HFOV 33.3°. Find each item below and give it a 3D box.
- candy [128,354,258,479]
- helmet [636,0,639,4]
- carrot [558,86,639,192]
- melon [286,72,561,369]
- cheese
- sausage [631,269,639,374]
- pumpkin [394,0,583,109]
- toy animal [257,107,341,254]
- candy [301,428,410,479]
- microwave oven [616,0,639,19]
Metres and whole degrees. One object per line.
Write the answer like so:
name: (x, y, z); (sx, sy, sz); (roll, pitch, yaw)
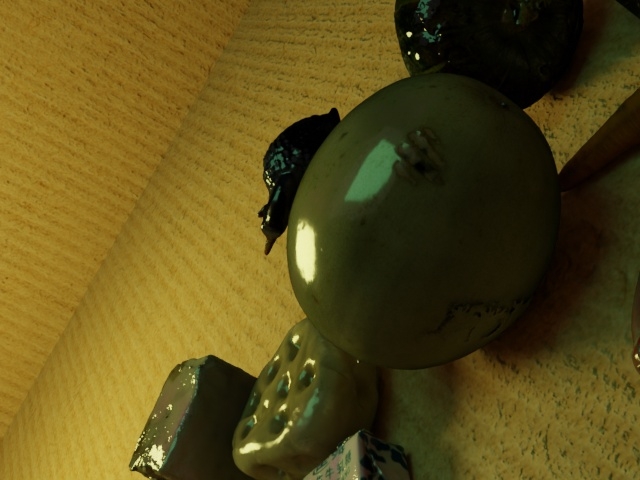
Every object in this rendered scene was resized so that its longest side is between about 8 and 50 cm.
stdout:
candy: (-0.137, 0.268, 1.442); (0.137, 0.185, 0.195); (-20, 41, 53)
helmet: (0.396, -0.293, 0.943); (0.305, 0.177, 0.225); (-18, 36, 46)
carrot: (0.320, -0.118, 1.075); (0.257, 0.061, 0.061); (-48, 23, 51)
melon: (0.103, -0.006, 1.112); (0.330, 0.268, 0.268); (-60, 19, 26)
cheese: (-0.012, 0.202, 1.312); (0.218, 0.117, 0.235); (-64, 21, -13)
sausage: (0.298, 0.037, 0.927); (0.047, 0.040, 0.177); (-14, 50, 53)
pumpkin: (0.202, -0.268, 1.273); (0.159, 0.238, 0.238); (-14, 50, 66)
toy animal: (-0.029, -0.102, 1.680); (0.185, 0.122, 0.298); (91, -156, -54)
candy: (0.027, 0.288, 1.177); (0.160, 0.073, 0.092); (-46, 30, 32)
microwave oven: (0.317, -0.342, 1.133); (0.162, 0.208, 0.122); (-51, 23, 23)
